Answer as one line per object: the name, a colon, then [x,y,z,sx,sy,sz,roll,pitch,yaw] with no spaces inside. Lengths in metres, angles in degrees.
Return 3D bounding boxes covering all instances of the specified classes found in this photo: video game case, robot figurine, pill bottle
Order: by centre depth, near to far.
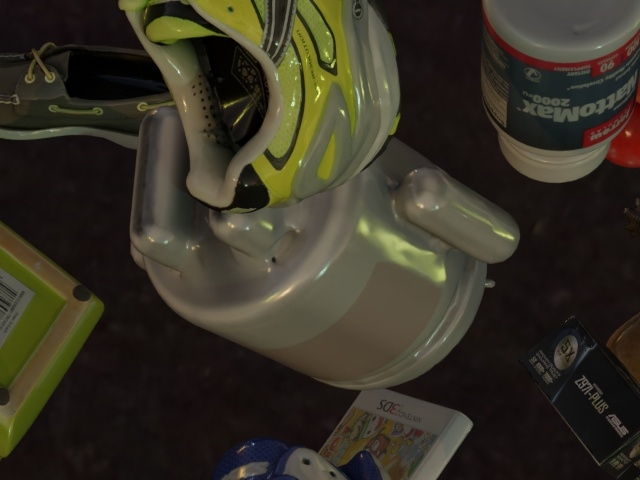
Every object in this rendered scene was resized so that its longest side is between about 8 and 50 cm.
pill bottle: [0.162,-0.119,1.301,0.108,0.180,0.108,-2,60,4]
robot figurine: [0.000,0.000,1.507,0.353,0.300,0.199,30,61,-52]
video game case: [0.031,0.247,1.875,0.026,0.206,0.227,40,78,-21]

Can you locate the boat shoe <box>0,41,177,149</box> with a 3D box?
boat shoe: [-0.264,-0.163,2.038,0.305,0.091,0.109,7,45,-5]

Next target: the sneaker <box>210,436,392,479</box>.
sneaker: [-0.033,0.148,0.786,0.296,0.112,0.131,15,55,-70]

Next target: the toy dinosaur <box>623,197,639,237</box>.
toy dinosaur: [0.326,0.025,1.594,0.121,0.160,0.313,0,91,-5]

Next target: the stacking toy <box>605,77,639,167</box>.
stacking toy: [0.337,-0.209,1.845,0.141,0.330,0.141,13,38,-11]

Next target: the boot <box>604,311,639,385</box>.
boot: [0.487,0.104,2.316,0.305,0.115,0.112,-16,85,-6]

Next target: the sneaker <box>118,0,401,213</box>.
sneaker: [-0.054,-0.197,1.167,0.145,0.384,0.147,-6,21,36]

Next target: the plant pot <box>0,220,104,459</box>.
plant pot: [-0.353,0.098,1.847,0.227,0.207,0.228,39,53,-12]

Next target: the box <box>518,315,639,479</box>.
box: [0.301,0.176,2.011,0.147,0.077,0.180,54,8,31]
